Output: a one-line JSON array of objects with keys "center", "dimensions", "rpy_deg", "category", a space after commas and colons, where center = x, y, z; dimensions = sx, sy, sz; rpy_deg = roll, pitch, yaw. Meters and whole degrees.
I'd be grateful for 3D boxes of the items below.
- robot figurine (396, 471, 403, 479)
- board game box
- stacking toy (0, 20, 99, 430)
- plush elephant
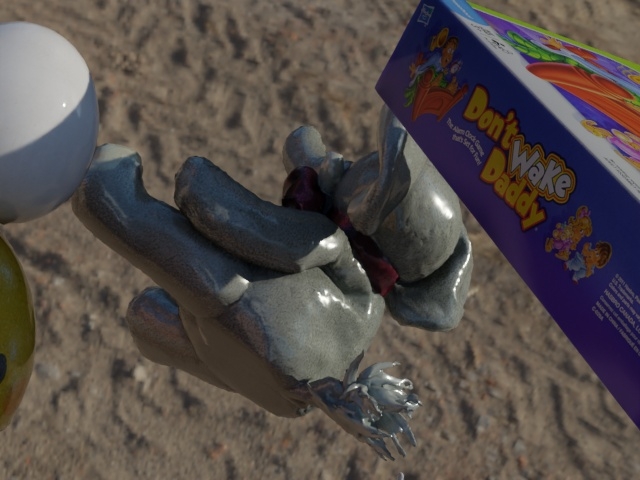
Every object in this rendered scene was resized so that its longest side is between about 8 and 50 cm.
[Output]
[{"center": [0.068, 0.397, 0.981], "dimensions": [0.199, 0.300, 0.354], "rpy_deg": [10, 56, -14], "category": "robot figurine"}, {"center": [0.206, -0.007, 0.632], "dimensions": [0.233, 0.078, 0.347], "rpy_deg": [11, 31, -32], "category": "board game box"}, {"center": [-0.291, 0.075, 0.658], "dimensions": [0.350, 0.480, 0.350], "rpy_deg": [34, 2, -1], "category": "stacking toy"}, {"center": [0.000, 0.000, 0.906], "dimensions": [0.330, 0.272, 0.255], "rpy_deg": [26, 61, 29], "category": "plush elephant"}]
